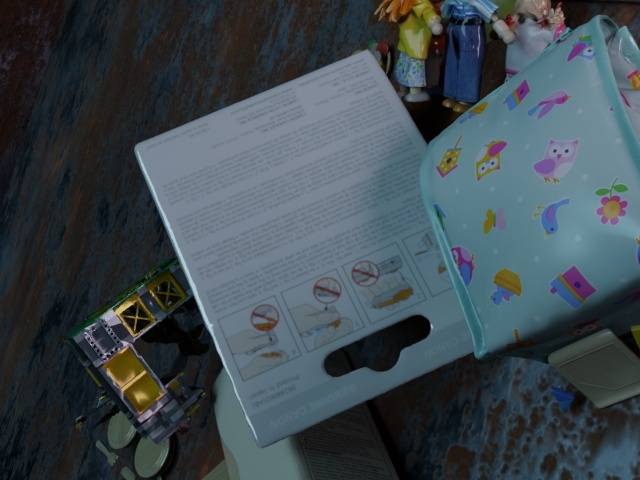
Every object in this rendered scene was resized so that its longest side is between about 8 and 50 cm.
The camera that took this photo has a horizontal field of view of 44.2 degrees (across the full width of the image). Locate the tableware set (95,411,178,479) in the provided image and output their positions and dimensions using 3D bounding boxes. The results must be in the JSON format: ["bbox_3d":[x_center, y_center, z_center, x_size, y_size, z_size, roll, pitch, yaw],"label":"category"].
[{"bbox_3d":[-0.301,0.339,1.344,0.194,0.039,0.128,22,82,49],"label":"tableware set"}]

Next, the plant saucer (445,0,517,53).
[{"bbox_3d":[0.193,-0.355,0.991,0.241,0.037,0.241,-27,55,46],"label":"plant saucer"}]

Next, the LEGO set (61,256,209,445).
[{"bbox_3d":[-0.202,0.146,1.048,0.255,0.192,0.331,-40,9,-32],"label":"LEGO set"}]

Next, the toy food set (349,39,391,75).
[{"bbox_3d":[0.070,-0.245,1.120,0.082,0.020,0.083,-29,52,43],"label":"toy food set"}]

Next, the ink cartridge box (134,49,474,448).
[{"bbox_3d":[0.000,0.000,0.889,0.091,0.308,0.385,84,161,-67],"label":"ink cartridge box"}]

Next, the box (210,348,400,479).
[{"bbox_3d":[-0.014,0.249,0.885,0.121,0.148,0.311,-57,31,23],"label":"box"}]

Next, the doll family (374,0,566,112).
[{"bbox_3d":[0.146,-0.233,0.883,0.263,0.118,0.163,28,123,52],"label":"doll family"}]

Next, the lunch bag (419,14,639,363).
[{"bbox_3d":[0.219,-0.046,0.717,0.223,0.160,0.262,-38,53,39],"label":"lunch bag"}]

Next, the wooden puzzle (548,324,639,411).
[{"bbox_3d":[0.249,0.111,0.690,0.116,0.078,0.014,-28,22,36],"label":"wooden puzzle"}]

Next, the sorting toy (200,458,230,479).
[{"bbox_3d":[-0.087,0.396,0.979,0.229,0.041,0.307,-40,38,16],"label":"sorting toy"}]
